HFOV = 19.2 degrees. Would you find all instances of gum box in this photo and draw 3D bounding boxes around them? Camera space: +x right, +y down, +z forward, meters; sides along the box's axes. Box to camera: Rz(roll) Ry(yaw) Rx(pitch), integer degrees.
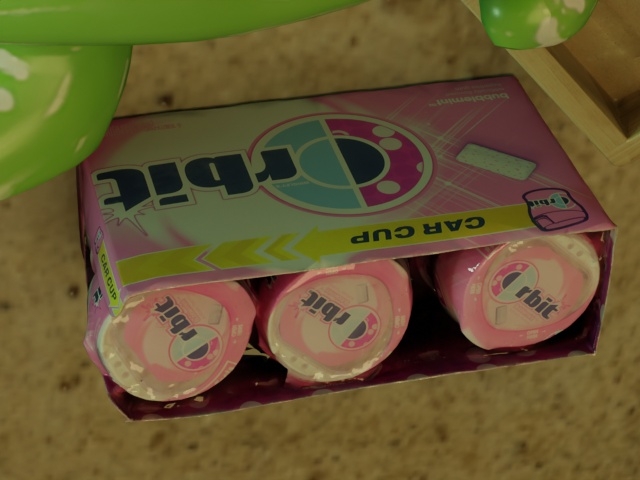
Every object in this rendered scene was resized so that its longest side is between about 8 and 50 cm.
[{"bbox_3d":[0.000,0.000,0.701,0.188,0.107,0.062,-7,127,-13],"label":"gum box"}]

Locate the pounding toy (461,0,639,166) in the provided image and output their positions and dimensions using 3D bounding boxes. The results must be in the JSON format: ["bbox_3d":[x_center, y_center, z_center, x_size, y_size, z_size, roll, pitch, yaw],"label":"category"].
[{"bbox_3d":[0.132,-0.118,0.680,0.141,0.100,0.130,-33,129,21],"label":"pounding toy"}]

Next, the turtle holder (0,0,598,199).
[{"bbox_3d":[-0.014,-0.173,0.423,0.320,0.243,0.227,-7,129,-9],"label":"turtle holder"}]
